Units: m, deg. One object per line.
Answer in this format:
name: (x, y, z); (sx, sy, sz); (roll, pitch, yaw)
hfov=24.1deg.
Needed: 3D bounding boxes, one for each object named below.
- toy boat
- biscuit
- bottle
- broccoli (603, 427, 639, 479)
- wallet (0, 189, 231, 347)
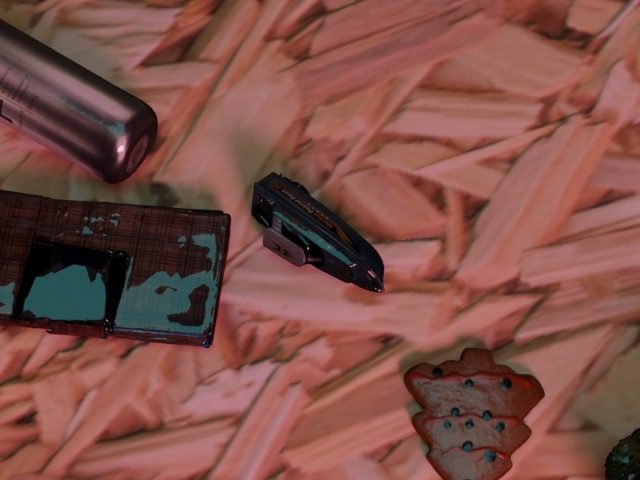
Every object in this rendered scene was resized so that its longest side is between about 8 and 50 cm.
toy boat: (0.000, 0.000, 1.279); (0.141, 0.055, 0.060); (36, 66, 12)
biscuit: (0.127, 0.152, 1.242); (0.119, 0.019, 0.130); (4, 70, 1)
bottle: (-0.261, -0.145, 1.313); (0.254, 0.079, 0.096); (30, 113, 11)
broccoli: (0.298, 0.189, 1.178); (0.146, 0.138, 0.162); (23, 31, 19)
wallet: (-0.196, 0.022, 1.277); (0.230, 0.042, 0.124); (6, 67, 0)
